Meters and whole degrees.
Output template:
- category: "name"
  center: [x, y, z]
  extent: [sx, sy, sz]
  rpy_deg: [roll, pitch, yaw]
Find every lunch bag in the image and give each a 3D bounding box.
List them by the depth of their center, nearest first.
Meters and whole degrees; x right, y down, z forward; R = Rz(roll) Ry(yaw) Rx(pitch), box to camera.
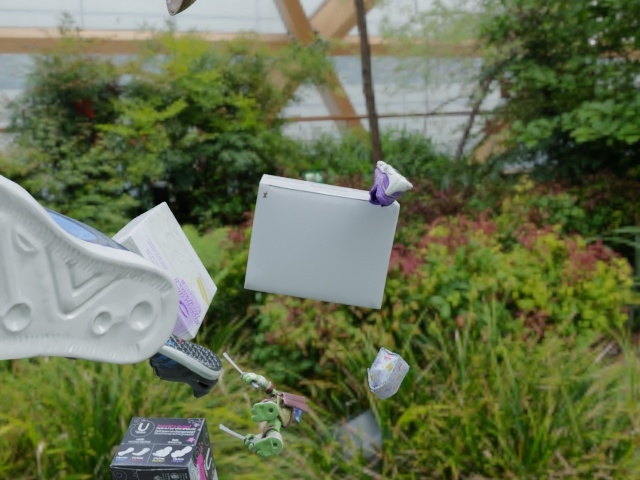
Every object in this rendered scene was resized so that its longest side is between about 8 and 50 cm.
- category: "lunch bag"
  center: [0.123, 0.256, 1.528]
  extent: [0.053, 0.083, 0.071]
  rpy_deg: [20, -16, 32]

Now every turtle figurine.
- category: "turtle figurine"
  center: [-0.177, 0.459, 2.106]
  extent: [0.274, 0.198, 0.266]
  rpy_deg: [26, 1, -5]

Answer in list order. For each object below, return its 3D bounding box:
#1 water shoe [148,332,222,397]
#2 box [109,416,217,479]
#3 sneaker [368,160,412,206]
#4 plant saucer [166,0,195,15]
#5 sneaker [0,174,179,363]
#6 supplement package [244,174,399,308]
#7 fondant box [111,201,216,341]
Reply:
- category: "water shoe"
  center: [-0.266, 0.194, 1.338]
  extent: [0.203, 0.080, 0.073]
  rpy_deg: [28, 19, 2]
- category: "box"
  center: [-0.299, 0.490, 1.610]
  extent: [0.163, 0.247, 0.142]
  rpy_deg: [-1, 31, 8]
- category: "sneaker"
  center: [0.107, -0.093, 1.390]
  extent: [0.071, 0.068, 0.170]
  rpy_deg: [-47, 3, 4]
- category: "plant saucer"
  center: [-0.216, -0.470, 1.330]
  extent: [0.036, 0.199, 0.198]
  rpy_deg: [4, 3, -24]
- category: "sneaker"
  center: [-0.290, 0.006, 0.641]
  extent: [0.236, 0.130, 0.322]
  rpy_deg: [17, -7, 36]
- category: "supplement package"
  center: [0.000, 0.000, 1.536]
  extent: [0.261, 0.204, 0.145]
  rpy_deg: [9, 10, -2]
- category: "fondant box"
  center: [-0.333, 0.071, 1.677]
  extent: [0.096, 0.238, 0.330]
  rpy_deg: [-28, 12, 8]
